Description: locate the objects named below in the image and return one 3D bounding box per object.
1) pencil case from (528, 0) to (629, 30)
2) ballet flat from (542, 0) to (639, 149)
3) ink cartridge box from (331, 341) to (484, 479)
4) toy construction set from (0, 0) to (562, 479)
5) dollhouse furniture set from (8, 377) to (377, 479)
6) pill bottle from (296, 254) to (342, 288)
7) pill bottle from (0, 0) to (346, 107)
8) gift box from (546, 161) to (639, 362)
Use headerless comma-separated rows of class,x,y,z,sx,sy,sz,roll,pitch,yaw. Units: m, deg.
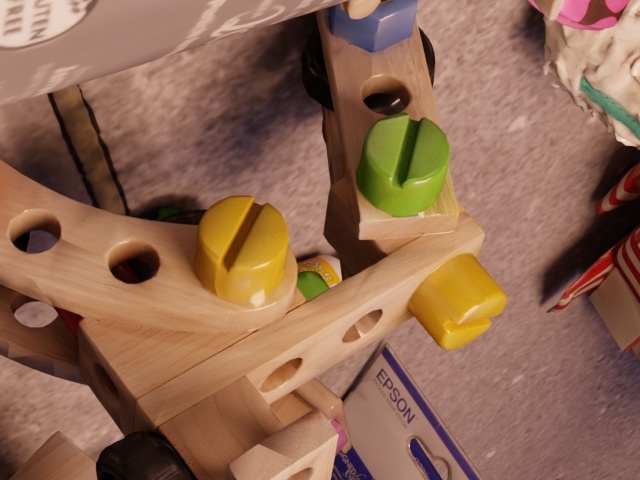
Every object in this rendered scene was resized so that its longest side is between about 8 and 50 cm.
pencil case,0.160,-0.180,0.796,0.209,0.095,0.098,-43,166,20
ballet flat,0.299,-0.150,0.939,0.409,0.147,0.147,-30,151,-9
ink cartridge box,0.017,0.228,1.179,0.065,0.165,0.333,-3,140,-44
toy construction set,0.000,0.000,0.742,0.257,0.237,0.309,-7,140,-40
dollhouse furniture set,-0.013,0.230,0.933,0.286,0.303,0.198,-47,156,-13
pill bottle,-0.009,0.033,0.984,0.083,0.043,0.043,-19,148,-28
pill bottle,-0.009,-0.168,0.508,0.363,0.210,0.210,-21,148,-25
gift box,0.301,0.038,1.111,0.255,0.258,0.276,-29,171,-15
